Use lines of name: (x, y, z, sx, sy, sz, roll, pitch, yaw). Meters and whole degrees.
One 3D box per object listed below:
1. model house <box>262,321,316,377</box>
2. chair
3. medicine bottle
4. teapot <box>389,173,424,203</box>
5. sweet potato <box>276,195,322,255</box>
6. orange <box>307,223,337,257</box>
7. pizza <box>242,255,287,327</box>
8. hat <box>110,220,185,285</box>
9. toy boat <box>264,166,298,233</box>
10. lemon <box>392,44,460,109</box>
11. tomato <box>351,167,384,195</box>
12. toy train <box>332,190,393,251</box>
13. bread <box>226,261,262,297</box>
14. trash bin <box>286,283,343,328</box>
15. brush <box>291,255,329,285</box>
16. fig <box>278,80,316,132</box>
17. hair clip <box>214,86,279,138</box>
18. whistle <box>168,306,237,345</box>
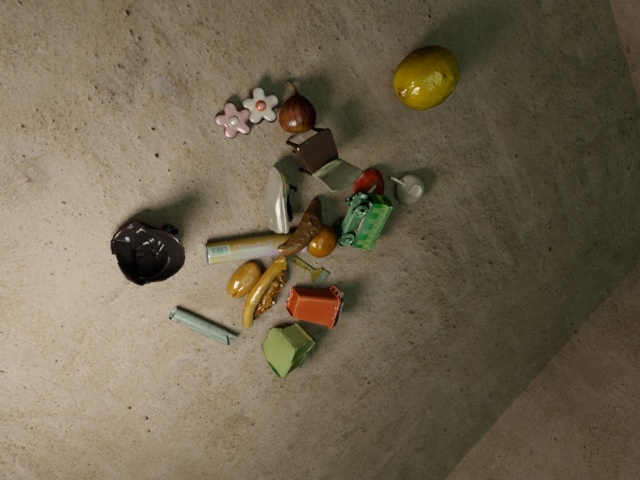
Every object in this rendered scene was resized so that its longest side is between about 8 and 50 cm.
model house: (-0.141, 0.504, 2.026, 0.189, 0.195, 0.214, -12, 129, -47)
chair: (0.007, -0.330, 1.698, 0.160, 0.319, 0.186, -32, 122, -12)
medicine bottle: (-0.271, 0.026, 1.824, 0.426, 0.108, 0.108, -7, 110, -21)
teapot: (0.427, -0.250, 2.058, 0.226, 0.092, 0.145, 29, 93, -26)
sweet potato: (-0.054, -0.057, 1.817, 0.341, 0.114, 0.092, -58, 162, -31)
orange: (0.000, 0.000, 1.924, 0.156, 0.124, 0.156, -24, 129, -33)
pizza: (-0.238, 0.231, 1.890, 0.365, 0.074, 0.182, -57, 146, 4)
hat: (-0.592, 0.051, 1.608, 0.209, 0.336, 0.238, 5, 88, -64)
toy boat: (-0.162, -0.168, 1.790, 0.140, 0.141, 0.269, 2, 104, -25)
lemon: (0.448, -0.690, 1.827, 0.260, 0.260, 0.284, 38, 78, -30)
tomato: (0.231, -0.240, 1.972, 0.166, 0.082, 0.174, -9, 113, -21)
toy train: (0.187, -0.090, 1.943, 0.202, 0.120, 0.301, 6, 127, -23)
bread: (-0.329, 0.176, 1.863, 0.189, 0.077, 0.114, -50, 124, -5)
trash bin: (-0.025, 0.290, 1.994, 0.238, 0.161, 0.184, 14, 101, -24)
brush: (-0.054, 0.134, 2.008, 0.218, 0.010, 0.082, 38, 90, -30)
fig: (-0.084, -0.510, 1.706, 0.202, 0.148, 0.149, -68, 151, -18)
hair clip: (-0.281, -0.495, 1.664, 0.257, 0.075, 0.146, -30, 122, -8)
whistle: (-0.505, 0.376, 1.857, 0.312, 0.062, 0.062, 34, 91, -30)
